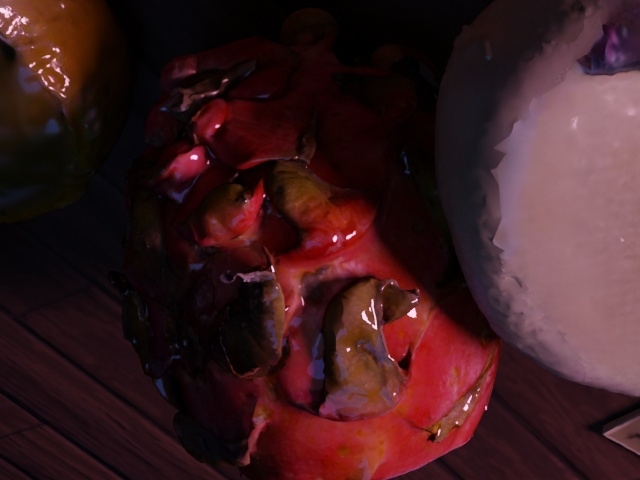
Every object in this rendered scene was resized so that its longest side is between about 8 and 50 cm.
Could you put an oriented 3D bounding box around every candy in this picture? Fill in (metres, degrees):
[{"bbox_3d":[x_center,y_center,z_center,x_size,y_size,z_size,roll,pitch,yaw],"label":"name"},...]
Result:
[{"bbox_3d":[-0.255,-0.124,0.863,0.260,0.118,0.260,12,138,11],"label":"candy"}]

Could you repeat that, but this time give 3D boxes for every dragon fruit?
[{"bbox_3d":[0.000,0.000,0.821,0.250,0.269,0.291,-4,103,46],"label":"dragon fruit"}]

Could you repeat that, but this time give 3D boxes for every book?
[{"bbox_3d":[0.306,0.160,1.085,0.077,0.014,0.111,31,139,-17],"label":"book"}]

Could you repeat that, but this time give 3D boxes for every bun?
[{"bbox_3d":[0.196,-0.065,0.717,0.293,0.187,0.293,-4,121,-6],"label":"bun"}]
